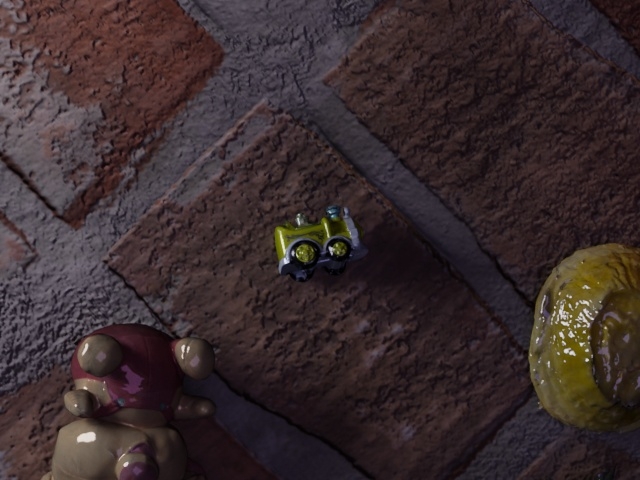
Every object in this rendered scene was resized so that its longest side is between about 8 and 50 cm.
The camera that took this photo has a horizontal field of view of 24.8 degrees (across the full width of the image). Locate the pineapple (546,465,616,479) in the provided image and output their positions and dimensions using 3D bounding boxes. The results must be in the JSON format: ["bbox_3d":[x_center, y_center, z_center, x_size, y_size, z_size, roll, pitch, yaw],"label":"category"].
[{"bbox_3d":[0.303,0.432,1.689,0.165,0.364,0.165,5,124,8],"label":"pineapple"}]

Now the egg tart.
[{"bbox_3d":[0.367,0.123,1.790,0.232,0.098,0.252,40,82,-12],"label":"egg tart"}]

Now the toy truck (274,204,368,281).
[{"bbox_3d":[0.000,0.000,1.737,0.111,0.076,0.077,-12,74,-10],"label":"toy truck"}]

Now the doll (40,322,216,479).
[{"bbox_3d":[-0.219,0.226,1.666,0.196,0.152,0.256,10,95,3],"label":"doll"}]
